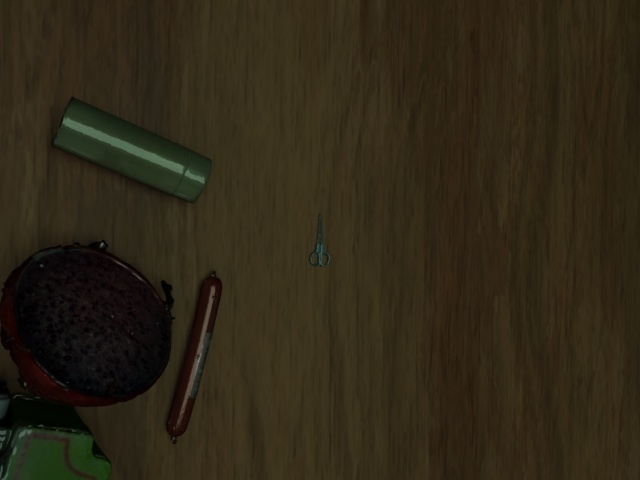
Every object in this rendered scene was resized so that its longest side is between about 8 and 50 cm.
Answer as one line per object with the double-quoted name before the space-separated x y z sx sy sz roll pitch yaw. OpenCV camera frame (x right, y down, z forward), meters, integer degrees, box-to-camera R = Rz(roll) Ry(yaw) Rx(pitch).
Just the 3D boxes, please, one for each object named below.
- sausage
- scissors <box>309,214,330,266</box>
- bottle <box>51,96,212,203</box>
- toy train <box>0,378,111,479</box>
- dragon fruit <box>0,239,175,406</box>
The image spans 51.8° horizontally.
"sausage" -0.182 0.168 0.952 0.034 0.034 0.254 17 83 -23
"scissors" 0.000 0.000 1.046 0.036 0.006 0.084 2 90 -26
"bottle" -0.253 -0.119 0.895 0.201 0.072 0.072 23 81 -23
"toy train" -0.394 0.327 0.787 0.248 0.173 0.308 19 82 -30
"dragon fruit" -0.314 0.126 0.834 0.218 0.148 0.224 36 33 -26
